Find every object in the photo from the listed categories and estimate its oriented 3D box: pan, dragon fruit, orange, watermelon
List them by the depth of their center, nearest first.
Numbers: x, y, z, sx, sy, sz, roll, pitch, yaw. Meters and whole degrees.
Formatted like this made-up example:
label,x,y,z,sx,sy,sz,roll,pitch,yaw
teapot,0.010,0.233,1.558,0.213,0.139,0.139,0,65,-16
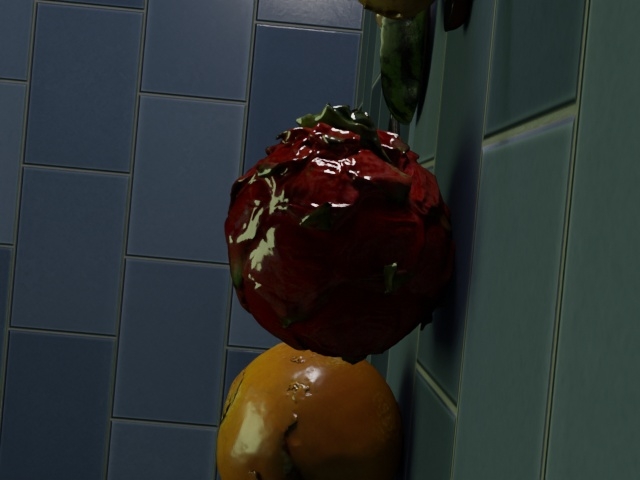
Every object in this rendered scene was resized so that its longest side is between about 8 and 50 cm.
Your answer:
label,x,y,z,sx,sy,sz,roll,pitch,yaw
dragon fruit,0.027,0.008,1.110,0.299,0.244,0.244,64,-157,-46
pan,0.147,-0.258,1.145,0.115,0.023,0.068,-29,-55,-89
orange,-0.015,0.250,1.392,0.246,0.246,0.246,-175,90,-88
watermelon,0.127,-0.275,1.516,0.119,0.063,0.245,-40,-47,-66

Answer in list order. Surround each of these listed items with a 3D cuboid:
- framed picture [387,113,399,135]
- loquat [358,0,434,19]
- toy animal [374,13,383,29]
label,x,y,z,sx,sy,sz,roll,pitch,yaw
framed picture,0.111,-0.020,1.890,0.255,0.014,0.339,-88,3,-50
loquat,0.094,-0.346,1.352,0.141,0.141,0.141,-175,90,-88
toy animal,0.122,-0.364,1.643,0.150,0.089,0.083,-94,-14,-58
